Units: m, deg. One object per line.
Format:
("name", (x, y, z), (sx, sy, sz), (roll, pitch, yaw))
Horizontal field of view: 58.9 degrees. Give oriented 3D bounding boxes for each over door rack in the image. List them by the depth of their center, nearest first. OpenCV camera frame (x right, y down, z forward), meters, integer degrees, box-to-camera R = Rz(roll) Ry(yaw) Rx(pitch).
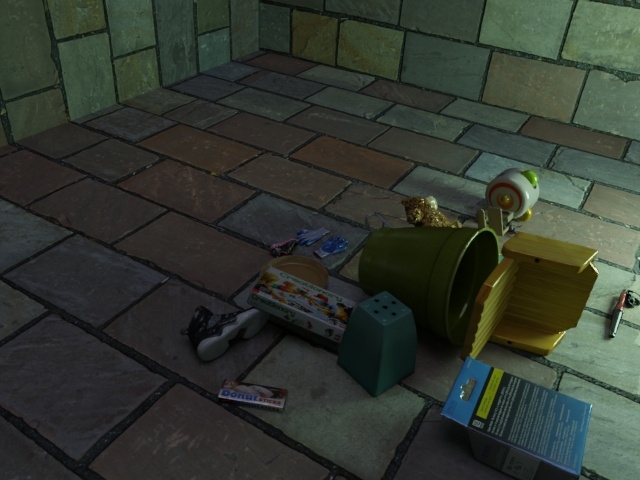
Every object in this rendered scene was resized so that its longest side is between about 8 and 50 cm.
("over door rack", (0.352, -0.010, 2.144), (0.324, 0.108, 0.239), (-2, 34, -33))

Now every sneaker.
("sneaker", (-0.288, 0.239, 1.704), (0.153, 0.101, 0.269), (33, 47, 32))
("sneaker", (-0.126, 0.033, 2.083), (0.119, 0.047, 0.057), (-18, 62, -28))

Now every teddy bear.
("teddy bear", (0.411, -0.065, 2.046), (0.245, 0.113, 0.338), (17, 28, -5))

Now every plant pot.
("plant pot", (0.168, 0.274, 1.584), (0.166, 0.234, 0.166), (-22, 43, -32))
("plant pot", (0.324, 0.106, 1.790), (0.353, 0.366, 0.366), (14, 34, 36))
("plant pot", (-0.090, 0.132, 1.943), (0.237, 0.032, 0.236), (3, 34, -2))

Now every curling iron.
("curling iron", (1.008, 0.240, 1.888), (0.068, 0.035, 0.274), (26, 40, 29))

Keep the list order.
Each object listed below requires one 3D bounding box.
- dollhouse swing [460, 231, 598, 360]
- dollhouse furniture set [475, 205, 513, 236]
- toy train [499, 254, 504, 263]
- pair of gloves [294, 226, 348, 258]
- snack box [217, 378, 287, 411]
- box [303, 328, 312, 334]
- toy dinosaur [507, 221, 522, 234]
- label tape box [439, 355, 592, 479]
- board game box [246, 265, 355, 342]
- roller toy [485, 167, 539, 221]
("dollhouse swing", (0.598, 0.209, 1.618), (0.315, 0.346, 0.305), (15, 35, 15))
("dollhouse furniture set", (0.696, -0.119, 2.273), (0.144, 0.123, 0.151), (15, 41, 42))
("toy train", (0.622, 0.103, 2.046), (0.166, 0.046, 0.125), (-13, 39, -18))
("pair of gloves", (0.000, 0.000, 2.151), (0.159, 0.023, 0.198), (-27, 45, -37))
("snack box", (-0.182, 0.418, 1.527), (0.178, 0.022, 0.064), (8, 36, 5))
("box", (-0.033, 0.237, 1.801), (0.081, 0.028, 0.136), (-13, 40, -23))
("toy dinosaur", (0.777, -0.034, 2.280), (0.090, 0.047, 0.082), (-20, 37, 25))
("label tape box", (0.493, 0.466, 1.450), (0.334, 0.105, 0.240), (19, 37, 23))
("board game box", (-0.053, 0.193, 1.748), (0.305, 0.053, 0.193), (23, 23, 3))
("roller toy", (0.795, -0.191, 2.359), (0.191, 0.209, 0.146), (15, 35, 38))
